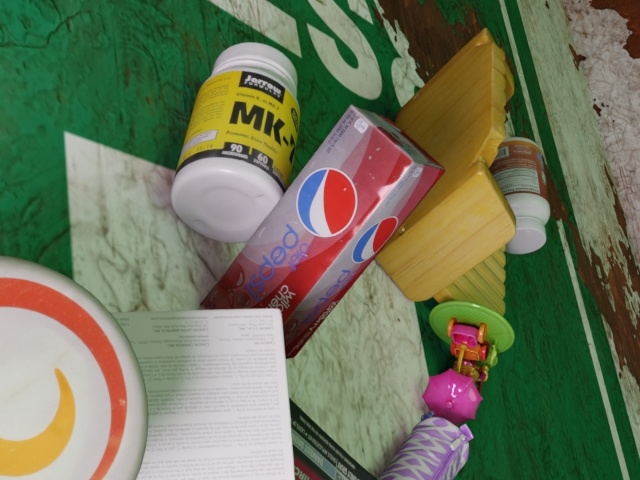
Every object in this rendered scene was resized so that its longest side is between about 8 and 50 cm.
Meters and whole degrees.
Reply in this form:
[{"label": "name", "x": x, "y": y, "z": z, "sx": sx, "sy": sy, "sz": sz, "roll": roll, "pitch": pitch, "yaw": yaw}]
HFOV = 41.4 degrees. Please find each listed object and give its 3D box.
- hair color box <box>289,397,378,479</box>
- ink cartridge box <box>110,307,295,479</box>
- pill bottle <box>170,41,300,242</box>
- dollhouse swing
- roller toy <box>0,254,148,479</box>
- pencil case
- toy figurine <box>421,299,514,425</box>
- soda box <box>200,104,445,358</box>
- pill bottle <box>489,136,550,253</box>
[{"label": "hair color box", "x": -0.063, "y": 0.329, "z": 0.692, "sx": 0.185, "sy": 0.114, "sz": 0.374, "roll": 49, "pitch": 37, "yaw": -32}, {"label": "ink cartridge box", "x": -0.114, "y": 0.165, "z": 0.666, "sx": 0.181, "sy": 0.056, "sz": 0.224, "roll": 0, "pitch": 68, "yaw": -14}, {"label": "pill bottle", "x": -0.085, "y": -0.111, "z": 0.919, "sx": 0.119, "sy": 0.119, "sz": 0.208, "roll": 44, "pitch": 38, "yaw": -37}, {"label": "dollhouse swing", "x": 0.270, "y": -0.066, "z": 1.325, "sx": 0.305, "sy": 0.315, "sz": 0.346, "roll": 32, "pitch": 43, "yaw": -19}, {"label": "roller toy", "x": -0.221, "y": 0.119, "z": 0.528, "sx": 0.191, "sy": 0.146, "sz": 0.209, "roll": 30, "pitch": 49, "yaw": -34}, {"label": "pencil case", "x": 0.125, "y": 0.296, "z": 1.044, "sx": 0.086, "sy": 0.088, "sz": 0.206, "roll": 63, "pitch": 31, "yaw": -7}, {"label": "toy figurine", "x": 0.204, "y": 0.202, "z": 1.242, "sx": 0.173, "sy": 0.130, "sz": 0.159, "roll": 74, "pitch": 33, "yaw": -48}, {"label": "soda box", "x": 0.000, "y": 0.000, "z": 0.841, "sx": 0.092, "sy": 0.263, "sz": 0.083, "roll": 46, "pitch": 20, "yaw": 22}, {"label": "pill bottle", "x": 0.387, "y": -0.087, "z": 1.672, "sx": 0.121, "sy": 0.121, "sz": 0.216, "roll": 38, "pitch": 43, "yaw": -42}]
